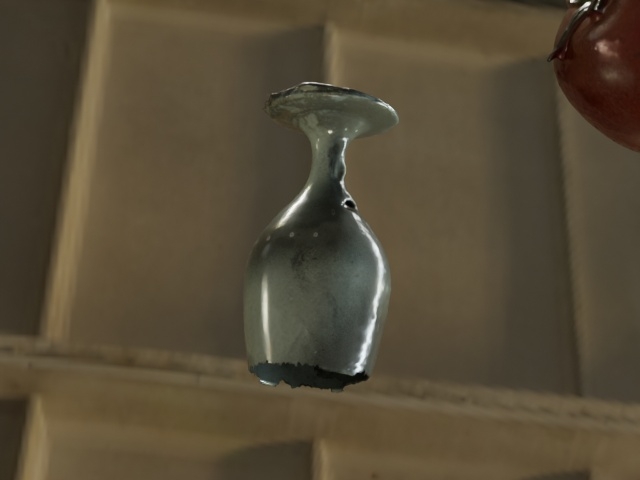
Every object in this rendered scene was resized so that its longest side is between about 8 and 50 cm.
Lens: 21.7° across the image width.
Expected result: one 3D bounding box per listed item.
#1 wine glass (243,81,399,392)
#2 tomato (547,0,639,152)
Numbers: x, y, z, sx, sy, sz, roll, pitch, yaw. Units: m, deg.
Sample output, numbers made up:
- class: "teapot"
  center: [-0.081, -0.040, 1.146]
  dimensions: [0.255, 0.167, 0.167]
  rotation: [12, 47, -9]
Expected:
- class: "wine glass"
  center: [0.000, 0.000, 1.394]
  dimensions: [0.126, 0.126, 0.241]
  rotation: [7, -104, -4]
- class: "tomato"
  center: [0.249, -0.137, 1.192]
  dimensions: [0.167, 0.167, 0.167]
  rotation: [6, -138, -6]
